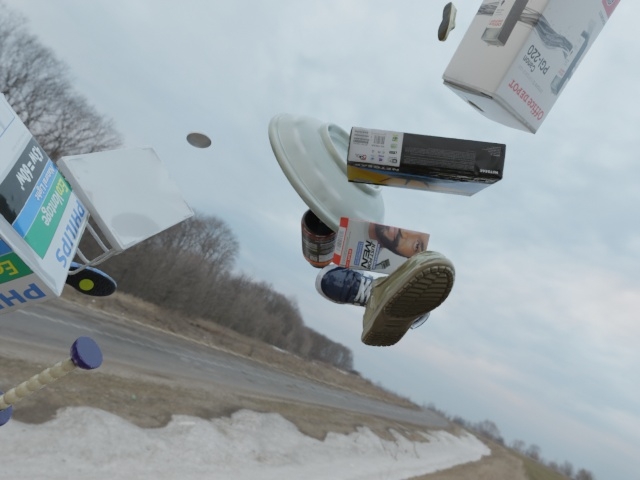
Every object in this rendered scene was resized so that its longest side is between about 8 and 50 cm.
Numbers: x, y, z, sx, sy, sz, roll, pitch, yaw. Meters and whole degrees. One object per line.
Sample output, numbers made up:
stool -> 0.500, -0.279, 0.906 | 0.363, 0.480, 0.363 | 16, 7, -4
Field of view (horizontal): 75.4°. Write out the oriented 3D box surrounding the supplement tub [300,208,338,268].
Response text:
supplement tub -> 0.000, 0.000, 1.121 | 0.106, 0.106, 0.197 | 24, -30, 12

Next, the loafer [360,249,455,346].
loafer -> 0.133, 0.094, 0.720 | 0.102, 0.092, 0.268 | 8, -40, -19

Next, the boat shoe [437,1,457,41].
boat shoe -> 0.426, -0.719, 1.373 | 0.045, 0.135, 0.050 | 17, -4, -31

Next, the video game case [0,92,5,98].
video game case -> -0.765, -0.213, 1.006 | 0.023, 0.212, 0.193 | -8, 52, -43

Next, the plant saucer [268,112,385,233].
plant saucer -> 0.051, -0.177, 1.021 | 0.101, 0.400, 0.400 | -36, -53, 26

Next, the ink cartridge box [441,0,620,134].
ink cartridge box -> 0.280, -0.272, 0.545 | 0.159, 0.217, 0.092 | 10, 26, -44

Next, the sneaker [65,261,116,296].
sneaker -> -0.614, 0.077, 1.030 | 0.209, 0.069, 0.082 | 22, 11, -25

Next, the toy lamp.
toy lamp -> -0.568, 0.286, 0.805 | 0.080, 0.275, 0.080 | 59, 0, 0

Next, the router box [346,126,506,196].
router box -> 0.126, -0.097, 0.538 | 0.179, 0.046, 0.133 | 8, -2, 5

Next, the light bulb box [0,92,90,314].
light bulb box -> -0.588, -0.060, 0.543 | 0.225, 0.358, 0.360 | -109, -178, -49

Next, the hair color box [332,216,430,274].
hair color box -> 0.115, 0.015, 0.790 | 0.167, 0.093, 0.053 | 9, 4, -16

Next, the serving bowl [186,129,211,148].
serving bowl -> -0.410, -0.348, 1.406 | 0.084, 0.027, 0.083 | 1, -25, 1

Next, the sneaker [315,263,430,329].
sneaker -> 0.134, 0.130, 0.965 | 0.282, 0.099, 0.153 | 21, -3, -32

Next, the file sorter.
file sorter -> -0.453, -0.070, 0.900 | 0.192, 0.173, 0.277 | 60, 18, -10
